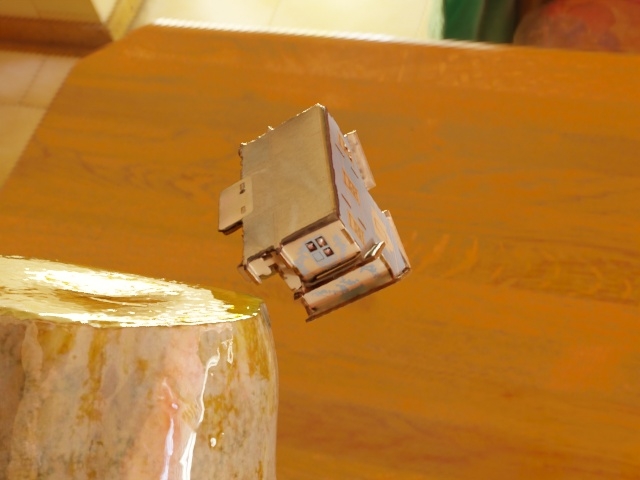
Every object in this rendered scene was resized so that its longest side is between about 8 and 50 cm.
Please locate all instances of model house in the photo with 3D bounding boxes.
[{"bbox_3d":[0.000,0.000,1.158,0.178,0.206,0.271,-29,36,14],"label":"model house"}]

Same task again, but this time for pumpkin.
[{"bbox_3d":[-0.193,0.115,0.762,0.332,0.332,0.199,2,92,13],"label":"pumpkin"}]
